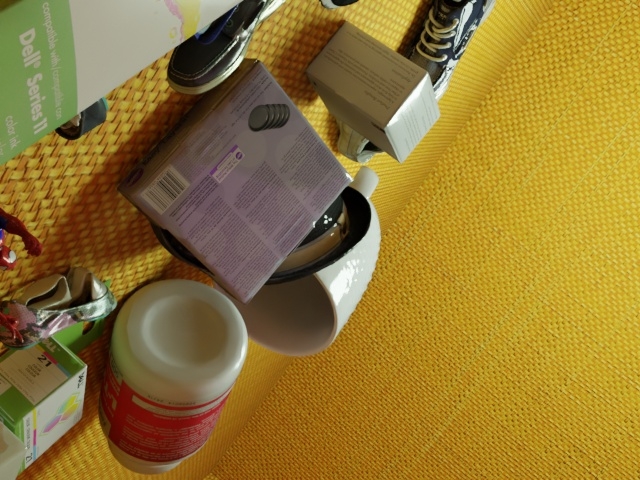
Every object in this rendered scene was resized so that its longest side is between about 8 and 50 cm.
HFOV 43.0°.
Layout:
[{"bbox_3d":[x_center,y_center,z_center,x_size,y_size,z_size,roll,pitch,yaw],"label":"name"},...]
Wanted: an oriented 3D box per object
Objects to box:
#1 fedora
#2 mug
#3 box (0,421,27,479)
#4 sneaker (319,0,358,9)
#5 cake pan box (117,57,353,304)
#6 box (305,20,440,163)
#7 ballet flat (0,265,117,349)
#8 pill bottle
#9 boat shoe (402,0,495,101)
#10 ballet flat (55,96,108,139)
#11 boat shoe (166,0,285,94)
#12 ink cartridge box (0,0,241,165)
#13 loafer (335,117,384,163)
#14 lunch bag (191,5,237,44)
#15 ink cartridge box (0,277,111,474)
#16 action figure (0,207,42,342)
[{"bbox_3d":[-0.075,-0.069,1.344,0.334,0.334,0.152,-41,131,-43],"label":"fedora"},{"bbox_3d":[0.000,0.000,1.630,0.374,0.276,0.328,-53,180,44],"label":"mug"},{"bbox_3d":[-0.513,0.307,0.936,0.121,0.148,0.311,-59,168,30],"label":"box"},{"bbox_3d":[0.054,-0.358,1.031,0.283,0.124,0.107,-9,106,-76],"label":"sneaker"},{"bbox_3d":[-0.112,-0.076,1.138,0.267,0.246,0.070,-51,-147,-10],"label":"cake pan box"},{"bbox_3d":[0.094,-0.253,1.408,0.119,0.181,0.182,-51,159,-2],"label":"box"},{"bbox_3d":[-0.344,0.079,1.095,0.221,0.077,0.079,-26,129,-65],"label":"ballet flat"},{"bbox_3d":[-0.286,0.270,1.498,0.229,0.229,0.407,-42,165,-40],"label":"pill bottle"},{"bbox_3d":[0.244,-0.429,1.711,0.340,0.127,0.158,-60,162,2],"label":"boat shoe"},{"bbox_3d":[-0.241,-0.154,0.751,0.074,0.074,0.203,-47,170,-20],"label":"ballet flat"},{"bbox_3d":[-0.105,-0.264,0.928,0.223,0.080,0.073,-55,162,-22],"label":"boat shoe"},{"bbox_3d":[-0.147,-0.227,0.524,0.353,0.207,0.119,-44,165,-31],"label":"ink cartridge box"},{"bbox_3d":[0.101,-0.225,1.759,0.112,0.111,0.319,-51,169,-3],"label":"loafer"},{"bbox_3d":[-0.118,-0.273,0.819,0.129,0.096,0.151,-55,-175,4],"label":"lunch bag"},{"bbox_3d":[-0.386,0.200,1.218,0.255,0.097,0.189,-42,165,-37],"label":"ink cartridge box"},{"bbox_3d":[-0.327,0.006,0.762,0.091,0.139,0.280,-48,171,-10],"label":"action figure"}]
